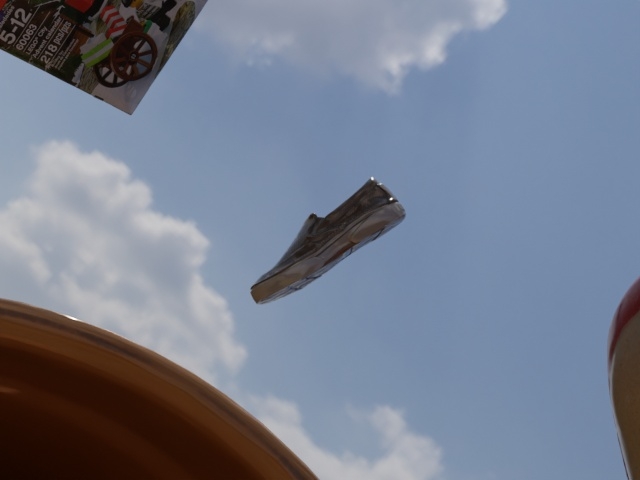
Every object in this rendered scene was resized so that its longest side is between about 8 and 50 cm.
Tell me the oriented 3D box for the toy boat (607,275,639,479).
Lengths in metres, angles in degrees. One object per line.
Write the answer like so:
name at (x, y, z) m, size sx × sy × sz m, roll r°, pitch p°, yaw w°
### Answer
toy boat at (0.253, 0.075, 0.908) m, size 0.151 × 0.151 × 0.231 m, roll -11°, pitch -43°, yaw 11°

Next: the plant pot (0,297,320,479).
plant pot at (-0.134, 0.164, 0.406) m, size 0.291 × 0.291 × 0.203 m, roll 46°, pitch -19°, yaw -10°

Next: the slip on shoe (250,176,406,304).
slip on shoe at (0.000, 0.000, 1.101) m, size 0.041 × 0.135 × 0.051 m, roll 56°, pitch -11°, yaw 8°

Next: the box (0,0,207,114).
box at (-0.122, -0.210, 0.913) m, size 0.159 × 0.233 × 0.044 m, roll 25°, pitch 15°, yaw -42°
